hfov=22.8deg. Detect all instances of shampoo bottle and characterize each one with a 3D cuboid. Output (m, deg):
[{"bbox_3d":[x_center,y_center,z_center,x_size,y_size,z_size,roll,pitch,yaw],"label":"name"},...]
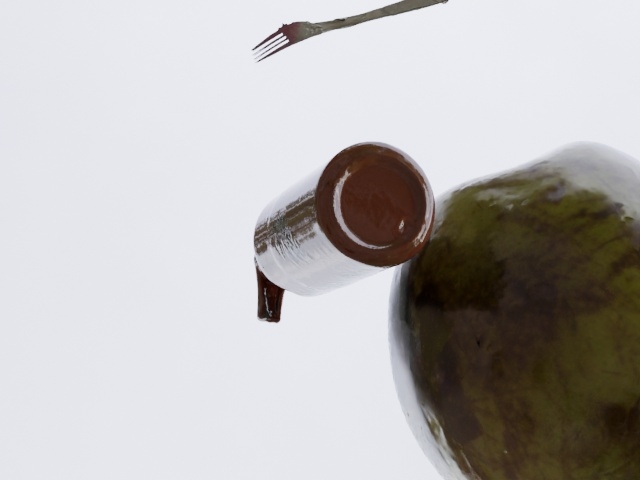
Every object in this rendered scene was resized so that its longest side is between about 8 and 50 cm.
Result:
[{"bbox_3d":[0.000,-0.002,1.095,0.085,0.085,0.244,57,-21,0],"label":"shampoo bottle"}]

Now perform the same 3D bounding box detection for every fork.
[{"bbox_3d":[0.017,-0.120,0.869,0.115,0.012,0.016,-16,-115,0],"label":"fork"}]

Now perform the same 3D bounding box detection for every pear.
[{"bbox_3d":[0.173,0.068,1.120,0.283,0.283,0.284,10,-68,26],"label":"pear"}]
